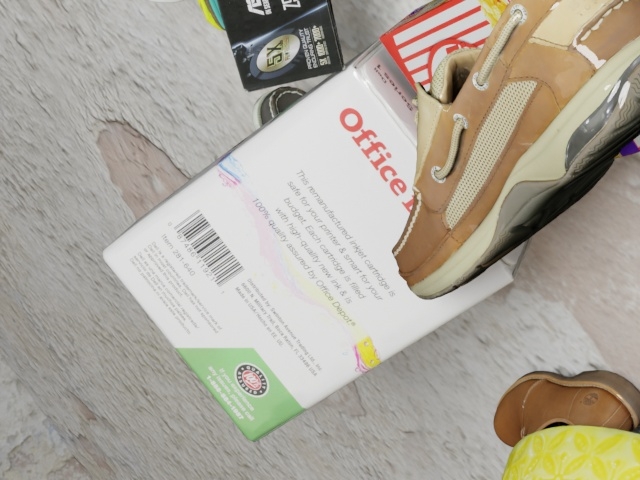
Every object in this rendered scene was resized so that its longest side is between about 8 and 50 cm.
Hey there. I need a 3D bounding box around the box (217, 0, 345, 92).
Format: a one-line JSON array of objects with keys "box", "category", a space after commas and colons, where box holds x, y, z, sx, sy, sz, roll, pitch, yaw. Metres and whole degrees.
[{"box": [-0.044, -0.224, 1.088, 0.147, 0.077, 0.180, -99, -5, -45], "category": "box"}]

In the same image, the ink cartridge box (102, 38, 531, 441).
[{"box": [0.000, 0.000, 1.213, 0.278, 0.117, 0.201, -35, 98, 26], "category": "ink cartridge box"}]

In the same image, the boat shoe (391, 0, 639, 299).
[{"box": [0.122, -0.072, 0.971, 0.120, 0.122, 0.324, 51, 148, 8], "category": "boat shoe"}]

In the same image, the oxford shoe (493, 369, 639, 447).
[{"box": [0.198, 0.163, 1.337, 0.076, 0.076, 0.212, 49, 158, -4], "category": "oxford shoe"}]

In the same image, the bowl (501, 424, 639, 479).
[{"box": [0.257, 0.298, 1.242, 0.289, 0.156, 0.289, 24, 151, 14], "category": "bowl"}]

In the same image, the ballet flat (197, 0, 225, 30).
[{"box": [-0.097, -0.268, 1.219, 0.231, 0.077, 0.077, 76, 168, -48], "category": "ballet flat"}]

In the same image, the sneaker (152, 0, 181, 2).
[{"box": [-0.155, -0.272, 1.294, 0.158, 0.061, 0.065, 58, 148, 20], "category": "sneaker"}]

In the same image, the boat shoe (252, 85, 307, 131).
[{"box": [0.040, -0.053, 1.290, 0.228, 0.081, 0.068, 43, 154, -4], "category": "boat shoe"}]

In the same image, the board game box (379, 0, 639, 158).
[{"box": [0.139, -0.115, 1.059, 0.147, 0.045, 0.193, 54, 156, -9], "category": "board game box"}]
